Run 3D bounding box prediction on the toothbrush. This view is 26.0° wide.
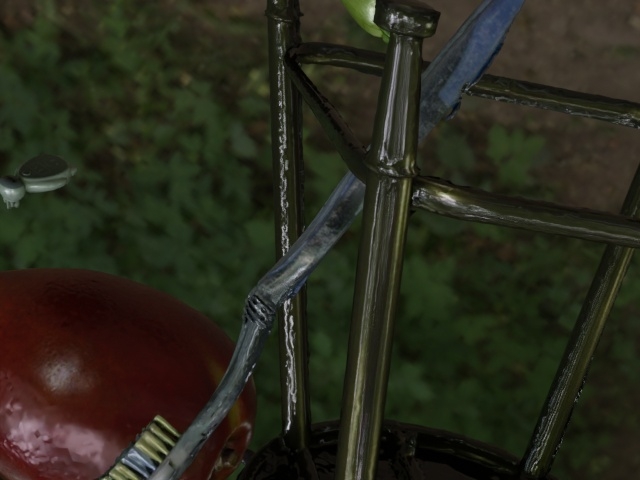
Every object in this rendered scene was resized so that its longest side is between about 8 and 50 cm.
[{"bbox_3d":[0.000,0.000,0.805,0.042,0.413,0.035,39,179,-17],"label":"toothbrush"}]

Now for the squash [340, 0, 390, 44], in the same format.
[{"bbox_3d":[0.028,-0.337,1.401,0.118,0.371,0.118,-9,153,-5],"label":"squash"}]

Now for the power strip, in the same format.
[{"bbox_3d":[-0.281,-0.057,1.372,0.055,0.083,0.035,30,132,31],"label":"power strip"}]

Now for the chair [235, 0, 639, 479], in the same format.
[{"bbox_3d":[0.118,0.042,0.872,0.361,0.410,0.365,9,-160,-15],"label":"chair"}]

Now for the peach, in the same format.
[{"bbox_3d":[-0.226,0.139,1.386,0.361,0.258,0.201,38,159,0],"label":"peach"}]
